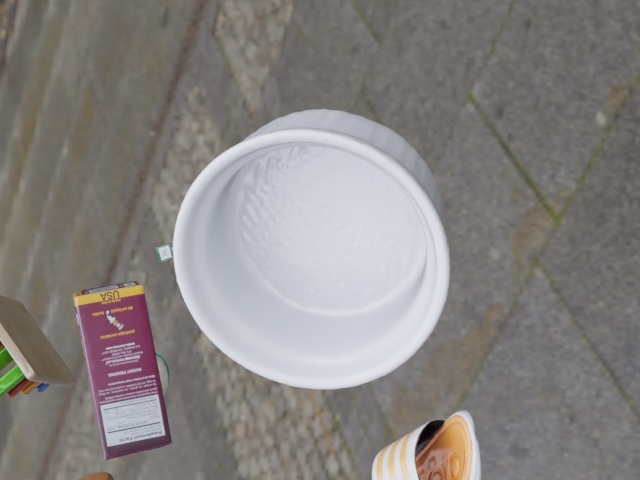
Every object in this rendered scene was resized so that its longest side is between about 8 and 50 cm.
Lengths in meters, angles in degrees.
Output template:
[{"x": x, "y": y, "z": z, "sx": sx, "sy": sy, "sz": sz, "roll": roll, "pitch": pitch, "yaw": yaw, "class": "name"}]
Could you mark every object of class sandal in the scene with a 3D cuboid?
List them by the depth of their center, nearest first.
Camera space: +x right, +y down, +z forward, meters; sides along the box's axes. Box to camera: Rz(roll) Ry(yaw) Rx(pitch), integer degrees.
[{"x": 0.085, "y": 0.268, "z": 1.398, "sx": 0.265, "sy": 0.076, "sz": 0.102, "roll": 126, "pitch": 144, "yaw": -48, "class": "sandal"}]

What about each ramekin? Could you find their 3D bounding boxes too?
[{"x": 0.000, "y": 0.000, "z": 1.357, "sx": 0.135, "sy": 0.277, "sz": 0.277, "roll": -65, "pitch": -5, "yaw": -66, "class": "ramekin"}]

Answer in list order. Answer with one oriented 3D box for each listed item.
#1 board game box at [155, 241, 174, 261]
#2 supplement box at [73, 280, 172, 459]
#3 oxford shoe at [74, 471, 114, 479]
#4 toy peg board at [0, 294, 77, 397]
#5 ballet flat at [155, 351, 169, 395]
[{"x": -0.145, "y": -0.012, "z": 2.183, "sx": 0.136, "sy": 0.259, "sz": 0.030, "roll": -14, "pitch": 92, "yaw": 28, "class": "board game box"}, {"x": -0.230, "y": 0.147, "z": 1.536, "sx": 0.104, "sy": 0.081, "sz": 0.188, "roll": -175, "pitch": 74, "yaw": -79, "class": "supplement box"}, {"x": -0.313, "y": 0.333, "z": 1.556, "sx": 0.212, "sy": 0.076, "sz": 0.076, "roll": -29, "pitch": 31, "yaw": 27, "class": "oxford shoe"}, {"x": -0.461, "y": 0.165, "z": 1.960, "sx": 0.161, "sy": 0.079, "sz": 0.160, "roll": 52, "pitch": -177, "yaw": 15, "class": "toy peg board"}, {"x": -0.266, "y": 0.230, "z": 2.032, "sx": 0.057, "sy": 0.052, "sz": 0.168, "roll": 39, "pitch": 147, "yaw": 16, "class": "ballet flat"}]
